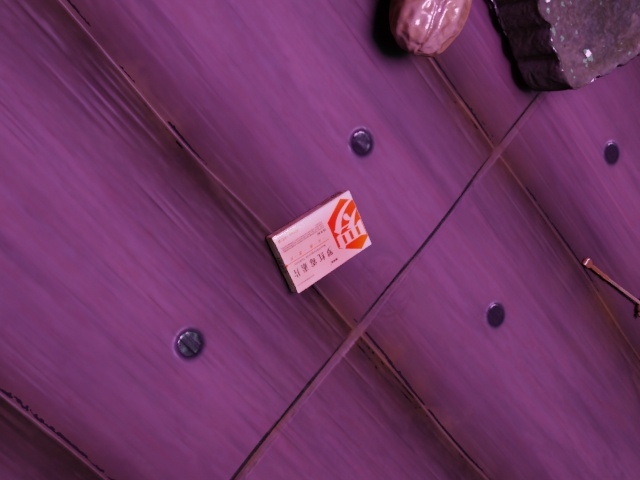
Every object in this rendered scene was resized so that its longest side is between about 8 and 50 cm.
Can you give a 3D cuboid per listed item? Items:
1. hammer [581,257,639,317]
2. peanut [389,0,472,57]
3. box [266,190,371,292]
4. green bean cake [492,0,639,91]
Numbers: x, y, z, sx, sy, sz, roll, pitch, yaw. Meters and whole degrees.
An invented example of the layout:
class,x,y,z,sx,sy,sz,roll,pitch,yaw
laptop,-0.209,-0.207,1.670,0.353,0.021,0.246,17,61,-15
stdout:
class,x,y,z,sx,sy,sz,roll,pitch,yaw
hammer,0.346,0.053,1.045,0.123,0.014,0.029,32,67,-27
peanut,0.116,-0.247,0.843,0.080,0.080,0.175,38,69,-28
box,0.000,0.000,0.819,0.093,0.015,0.058,-32,108,-26
green bean cake,0.265,-0.263,0.923,0.185,0.094,0.183,-32,110,-26
